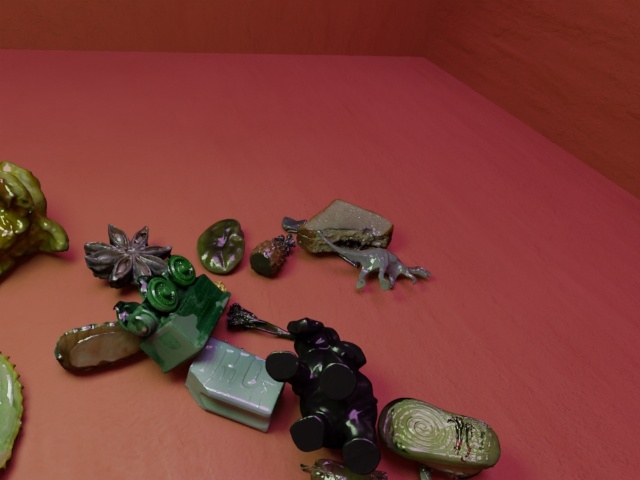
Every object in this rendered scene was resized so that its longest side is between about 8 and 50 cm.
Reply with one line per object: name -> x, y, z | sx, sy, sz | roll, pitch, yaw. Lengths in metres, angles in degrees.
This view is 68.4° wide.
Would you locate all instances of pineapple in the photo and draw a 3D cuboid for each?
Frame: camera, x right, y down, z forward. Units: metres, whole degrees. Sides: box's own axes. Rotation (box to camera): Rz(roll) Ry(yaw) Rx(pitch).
pineapple -> -0.136, 0.031, 1.459 | 0.108, 0.108, 0.197 | 25, 34, 16

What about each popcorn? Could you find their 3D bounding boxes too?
popcorn -> -0.283, 0.151, 1.290 | 0.057, 0.083, 0.082 | -19, 79, -26
popcorn -> -0.842, -0.048, 1.257 | 0.325, 0.321, 0.290 | 13, 18, -26

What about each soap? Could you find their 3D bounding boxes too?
soap -> -0.201, 0.323, 1.087 | 0.230, 0.091, 0.145 | 18, 39, 6

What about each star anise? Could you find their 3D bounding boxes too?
star anise -> -0.534, 0.060, 1.315 | 0.236, 0.109, 0.223 | 35, 37, 7

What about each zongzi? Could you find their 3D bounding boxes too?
zongzi -> 0.035, 0.527, 0.917 | 0.189, 0.081, 0.178 | 10, 48, 7

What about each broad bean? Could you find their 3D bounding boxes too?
broad bean -> -0.304, 0.014, 1.455 | 0.153, 0.072, 0.207 | 2, 40, 7

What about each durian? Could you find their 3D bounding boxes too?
durian -> -0.665, 0.338, 0.882 | 0.158, 0.169, 0.352 | -2, 40, -16

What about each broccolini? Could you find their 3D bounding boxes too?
broccolini -> -0.159, 0.234, 1.258 | 0.201, 0.058, 0.074 | 27, 53, -5

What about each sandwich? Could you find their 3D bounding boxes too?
sandwich -> 0.090, -0.023, 1.550 | 0.254, 0.100, 0.288 | 30, 34, 16

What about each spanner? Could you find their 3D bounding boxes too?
spanner -> 0.000, 0.000, 1.587 | 0.325, 0.026, 0.093 | 32, 40, 22

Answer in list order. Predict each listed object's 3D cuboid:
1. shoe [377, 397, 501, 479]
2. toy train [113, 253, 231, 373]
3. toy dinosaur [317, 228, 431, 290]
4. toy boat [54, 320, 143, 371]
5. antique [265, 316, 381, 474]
shoe -> 0.252, 0.445, 1.023 | 0.262, 0.128, 0.140 | 7, 30, 9
toy train -> -0.350, 0.158, 1.120 | 0.202, 0.145, 0.266 | 49, 22, -16
toy dinosaur -> 0.157, 0.075, 1.463 | 0.393, 0.092, 0.205 | 24, 38, 3
toy boat -> -0.468, 0.234, 1.124 | 0.293, 0.109, 0.099 | -12, 12, -35
antique -> 0.014, 0.318, 1.011 | 0.185, 0.255, 0.322 | -24, 82, 8
